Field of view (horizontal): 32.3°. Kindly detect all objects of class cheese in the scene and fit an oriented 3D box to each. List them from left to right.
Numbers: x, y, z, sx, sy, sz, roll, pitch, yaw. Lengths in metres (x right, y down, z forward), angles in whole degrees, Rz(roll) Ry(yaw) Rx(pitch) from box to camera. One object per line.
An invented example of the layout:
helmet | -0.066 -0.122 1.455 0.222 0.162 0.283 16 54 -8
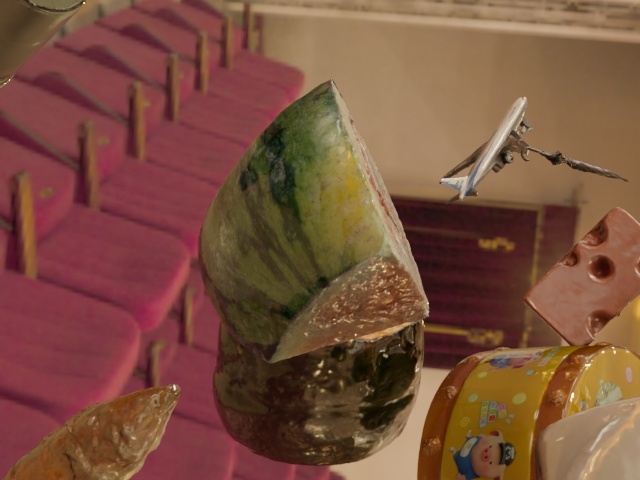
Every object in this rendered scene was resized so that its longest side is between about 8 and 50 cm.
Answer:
cheese | 0.396 0.082 1.650 0.177 0.128 0.203 -38 169 -33

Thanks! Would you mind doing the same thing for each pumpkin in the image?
pumpkin | -0.004 0.184 1.616 0.256 0.303 0.225 -41 135 -59

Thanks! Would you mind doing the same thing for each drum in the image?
drum | 0.331 0.354 1.539 0.431 0.214 0.431 15 70 -50

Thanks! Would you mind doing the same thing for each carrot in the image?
carrot | -0.211 0.205 0.980 0.263 0.102 0.102 -42 -166 23

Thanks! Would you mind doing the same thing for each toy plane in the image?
toy plane | 0.267 -0.139 1.710 0.226 0.058 0.226 -45 -166 -26

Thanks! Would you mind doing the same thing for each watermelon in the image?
watermelon | 0.000 0.000 1.190 0.262 0.201 0.213 -43 -132 27

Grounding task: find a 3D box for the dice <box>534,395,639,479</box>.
dice | 0.380 0.326 1.094 0.277 0.304 0.304 69 17 -63

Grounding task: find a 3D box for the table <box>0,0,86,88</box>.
table | -0.377 -0.277 1.320 0.220 0.126 0.126 -27 -135 47

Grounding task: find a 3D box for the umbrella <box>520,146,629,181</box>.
umbrella | 0.314 -0.095 1.356 0.022 0.149 0.022 158 -59 -72
